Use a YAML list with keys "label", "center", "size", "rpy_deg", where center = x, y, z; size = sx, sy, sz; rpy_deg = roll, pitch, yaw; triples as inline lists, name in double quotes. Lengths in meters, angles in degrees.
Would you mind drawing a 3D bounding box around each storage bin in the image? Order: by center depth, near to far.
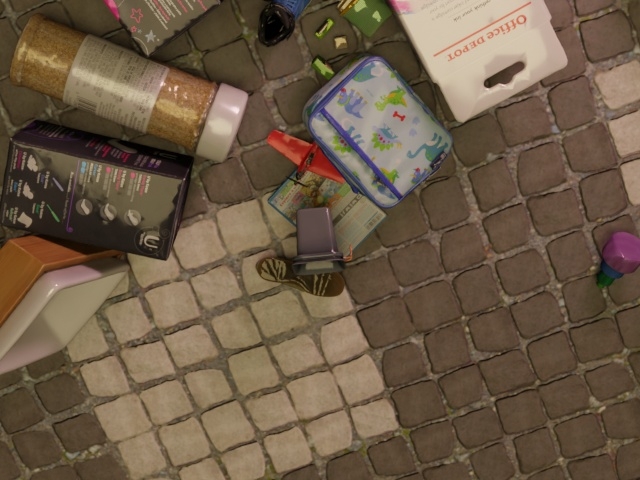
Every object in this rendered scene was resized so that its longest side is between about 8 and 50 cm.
- label: "storage bin"
  center: [0.000, 0.000, 1.728]
  size: [0.098, 0.135, 0.091]
  rpy_deg: [-6, 81, 1]

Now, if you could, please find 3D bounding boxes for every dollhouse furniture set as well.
- label: "dollhouse furniture set"
  center: [0.043, -0.328, 1.682]
  size: [0.076, 0.058, 0.152]
  rpy_deg: [39, 103, -12]

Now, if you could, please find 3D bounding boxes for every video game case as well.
- label: "video game case"
  center: [0.012, -0.054, 1.790]
  size: [0.166, 0.015, 0.119]
  rpy_deg: [41, 103, -12]

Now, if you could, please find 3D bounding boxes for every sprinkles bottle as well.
- label: "sprinkles bottle"
  center: [-0.296, -0.237, 1.671]
  size: [0.355, 0.121, 0.121]
  rpy_deg: [20, 106, -7]

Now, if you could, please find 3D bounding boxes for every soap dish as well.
- label: "soap dish"
  center: [-0.449, 0.089, 1.698]
  size: [0.118, 0.291, 0.229]
  rpy_deg: [43, 103, 8]

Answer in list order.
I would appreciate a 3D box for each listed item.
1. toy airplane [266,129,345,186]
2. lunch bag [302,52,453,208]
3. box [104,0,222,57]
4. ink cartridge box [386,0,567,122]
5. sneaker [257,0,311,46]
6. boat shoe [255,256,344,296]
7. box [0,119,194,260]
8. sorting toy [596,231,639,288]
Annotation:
- label: "toy airplane"
  center: [-0.004, -0.155, 1.737]
  size: [0.151, 0.028, 0.151]
  rpy_deg: [-2, 100, -10]
- label: "lunch bag"
  center: [0.088, -0.170, 1.699]
  size: [0.176, 0.090, 0.219]
  rpy_deg: [-41, 109, 1]
- label: "box"
  center: [-0.269, -0.419, 1.594]
  size: [0.142, 0.163, 0.247]
  rpy_deg: [-33, 104, 6]
- label: "ink cartridge box"
  center: [0.209, -0.383, 1.636]
  size: [0.207, 0.119, 0.353]
  rpy_deg: [-28, 105, 6]
- label: "sneaker"
  center: [-0.049, -0.365, 1.655]
  size: [0.058, 0.084, 0.152]
  rpy_deg: [33, 104, -11]
- label: "boat shoe"
  center: [-0.034, 0.059, 1.814]
  size: [0.153, 0.048, 0.056]
  rpy_deg: [10, 92, -11]
- label: "box"
  center: [-0.351, -0.081, 1.696]
  size: [0.270, 0.165, 0.143]
  rpy_deg: [13, 106, -5]
- label: "sorting toy"
  center: [0.634, 0.101, 1.823]
  size: [0.365, 0.127, 0.126]
  rpy_deg: [19, 136, -4]
